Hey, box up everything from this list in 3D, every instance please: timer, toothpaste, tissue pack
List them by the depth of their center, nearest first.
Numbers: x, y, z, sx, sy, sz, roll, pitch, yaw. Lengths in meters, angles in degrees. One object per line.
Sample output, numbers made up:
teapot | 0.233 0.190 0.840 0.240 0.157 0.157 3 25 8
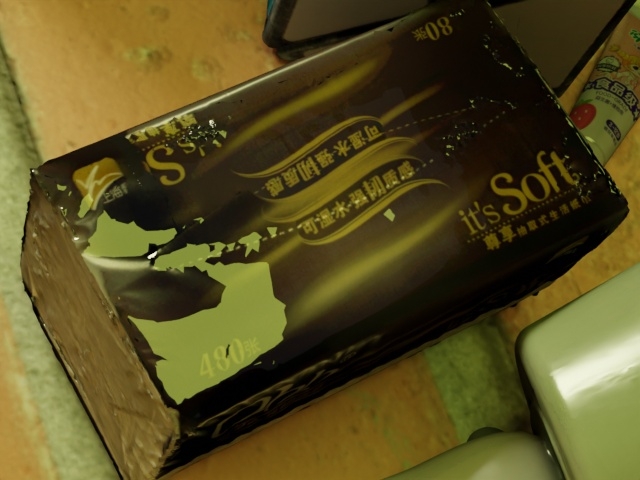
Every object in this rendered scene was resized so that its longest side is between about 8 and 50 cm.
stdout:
timer | 0.145 0.192 1.137 0.315 0.291 0.291 -21 72 1
tissue pack | 0.000 0.000 1.195 0.370 0.198 0.210 -26 71 -23
toothpaste | 0.239 -0.115 1.395 0.067 0.043 0.194 33 58 3

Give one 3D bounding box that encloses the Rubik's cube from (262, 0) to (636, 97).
Rubik's cube | 0.106 -0.280 1.312 0.254 0.259 0.260 8 64 -9
